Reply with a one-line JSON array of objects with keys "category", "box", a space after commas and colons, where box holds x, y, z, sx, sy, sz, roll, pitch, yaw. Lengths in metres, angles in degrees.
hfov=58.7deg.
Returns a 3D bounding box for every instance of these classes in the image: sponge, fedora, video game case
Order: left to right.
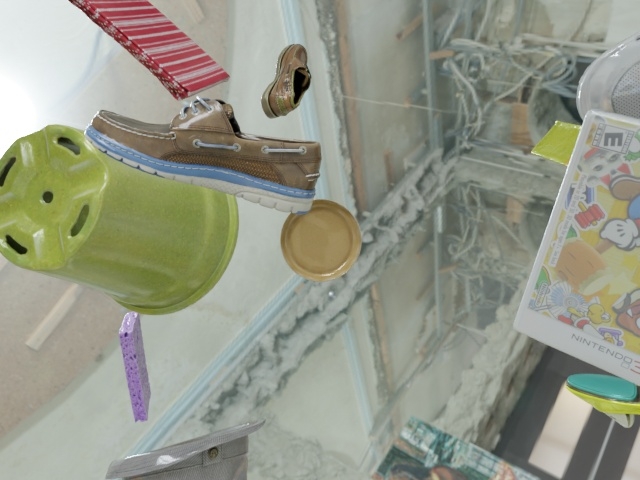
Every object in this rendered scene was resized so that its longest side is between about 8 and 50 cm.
[{"category": "sponge", "box": [-0.401, 0.274, 1.241, 0.031, 0.117, 0.210, -7, -75, -10]}, {"category": "fedora", "box": [-0.208, 0.392, 0.942, 0.275, 0.243, 0.125, 5, -115, -53]}, {"category": "video game case", "box": [0.297, 0.024, 0.487, 0.026, 0.206, 0.227, -26, -48, -50]}]

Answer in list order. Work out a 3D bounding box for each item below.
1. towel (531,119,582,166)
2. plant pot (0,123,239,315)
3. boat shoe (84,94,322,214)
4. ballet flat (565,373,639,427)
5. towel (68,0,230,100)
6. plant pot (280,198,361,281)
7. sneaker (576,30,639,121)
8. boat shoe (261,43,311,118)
[{"category": "towel", "box": [0.553, -0.211, 1.251, 0.021, 0.237, 0.102, 40, -82, -18]}, {"category": "plant pot", "box": [-0.292, -0.036, 0.791, 0.276, 0.275, 0.254, -69, -19, -1]}, {"category": "boat shoe", "box": [-0.087, -0.078, 0.450, 0.183, 0.066, 0.066, 15, -75, -13]}, {"category": "ballet flat", "box": [0.522, 0.268, 0.922, 0.077, 0.230, 0.077, -25, -74, -54]}, {"category": "towel", "box": [-0.288, -0.343, 0.937, 0.031, 0.275, 0.199, -45, 8, 26]}, {"category": "plant pot", "box": [0.000, 0.000, 1.637, 0.032, 0.236, 0.237, 176, 116, -82]}, {"category": "sneaker", "box": [0.406, -0.130, 0.467, 0.210, 0.365, 0.138, -35, -56, -58]}, {"category": "boat shoe", "box": [-0.074, -0.476, 1.685, 0.111, 0.104, 0.308, 52, -138, -43]}]
